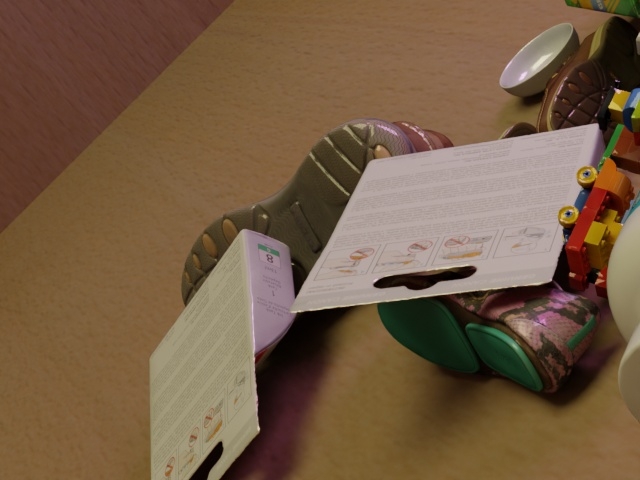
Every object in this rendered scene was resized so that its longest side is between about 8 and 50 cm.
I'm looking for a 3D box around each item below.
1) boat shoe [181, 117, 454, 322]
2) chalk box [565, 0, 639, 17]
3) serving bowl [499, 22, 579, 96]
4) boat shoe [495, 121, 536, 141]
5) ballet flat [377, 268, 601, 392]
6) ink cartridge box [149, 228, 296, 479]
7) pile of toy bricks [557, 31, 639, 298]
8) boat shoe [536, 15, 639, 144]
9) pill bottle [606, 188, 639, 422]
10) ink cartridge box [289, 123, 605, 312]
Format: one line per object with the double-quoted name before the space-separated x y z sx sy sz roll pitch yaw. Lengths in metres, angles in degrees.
"boat shoe" 0.000 0.000 1.511 0.116 0.123 0.324 -12 -16 -46
"chalk box" 0.263 -0.272 1.437 0.132 0.132 0.213 -23 15 -7
"serving bowl" 0.200 -0.156 1.535 0.083 0.027 0.083 -39 17 15
"boat shoe" 0.124 -0.035 1.387 0.153 0.056 0.048 -50 9 -25
"ballet flat" 0.120 0.052 1.171 0.079 0.077 0.221 -35 17 -18
"ink cartridge box" -0.080 0.129 1.414 0.181 0.056 0.225 -52 31 34
"pile of toy bricks" 0.238 -0.050 1.107 0.105 0.118 0.212 17 65 25
"boat shoe" 0.209 -0.113 1.367 0.060 0.064 0.178 -35 12 41
"pill bottle" 0.242 -0.009 0.911 0.146 0.146 0.264 -24 26 46
"ink cartridge box" 0.098 0.001 1.219 0.189 0.066 0.232 -8 31 22
